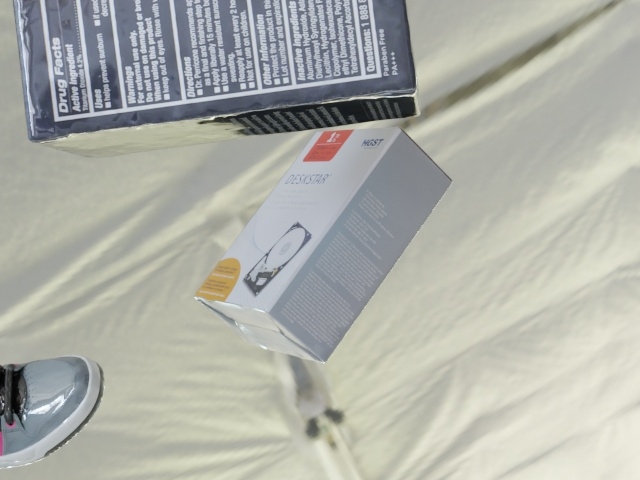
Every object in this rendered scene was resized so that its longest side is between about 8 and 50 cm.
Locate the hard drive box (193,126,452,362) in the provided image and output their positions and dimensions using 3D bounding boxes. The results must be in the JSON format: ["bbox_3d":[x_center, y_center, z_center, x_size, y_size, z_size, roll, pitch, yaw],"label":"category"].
[{"bbox_3d":[0.000,0.000,1.306,0.089,0.181,0.232,43,-108,-23],"label":"hard drive box"}]

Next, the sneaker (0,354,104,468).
[{"bbox_3d":[-0.397,0.171,1.372,0.295,0.124,0.178,-23,-34,19],"label":"sneaker"}]

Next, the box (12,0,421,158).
[{"bbox_3d":[-0.083,-0.233,1.011,0.294,0.296,0.183,-6,-1,5],"label":"box"}]
